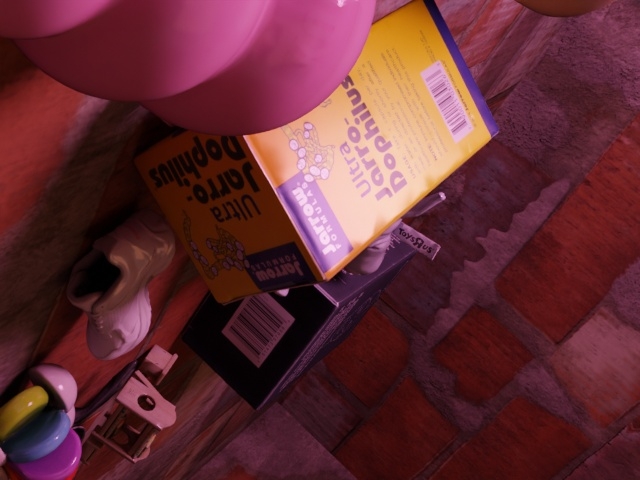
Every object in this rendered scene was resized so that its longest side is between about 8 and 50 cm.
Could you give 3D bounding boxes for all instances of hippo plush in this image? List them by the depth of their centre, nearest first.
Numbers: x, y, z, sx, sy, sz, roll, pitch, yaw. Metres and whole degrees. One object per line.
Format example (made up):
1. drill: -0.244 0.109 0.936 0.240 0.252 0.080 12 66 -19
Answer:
1. hippo plush: 0.000 0.000 1.295 0.236 0.294 0.234 -32 141 -30

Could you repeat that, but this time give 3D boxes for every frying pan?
1. frying pan: -0.425 0.316 1.283 0.326 0.053 0.197 -56 168 26

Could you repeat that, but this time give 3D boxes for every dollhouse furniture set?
1. dollhouse furniture set: -0.316 0.305 1.443 0.182 0.101 0.161 -51 -174 32

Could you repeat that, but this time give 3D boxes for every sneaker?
1. sneaker: -0.262 0.064 0.990 0.115 0.090 0.232 -25 146 -48

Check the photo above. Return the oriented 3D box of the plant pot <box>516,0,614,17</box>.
1. plant pot: 0.230 -0.401 0.867 0.191 0.284 0.284 8 132 -33

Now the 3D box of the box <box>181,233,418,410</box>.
1. box: -0.029 0.098 1.619 0.293 0.212 0.395 -54 167 28

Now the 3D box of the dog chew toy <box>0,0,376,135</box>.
1. dog chew toy: -0.101 -0.171 0.493 0.206 0.206 0.332 -52 161 20

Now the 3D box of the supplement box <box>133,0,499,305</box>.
1. supplement box: 0.008 -0.109 0.940 0.194 0.195 0.356 -17 -163 49

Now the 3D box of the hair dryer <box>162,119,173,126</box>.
1. hair dryer: -0.060 -0.195 0.840 0.293 0.080 0.223 -38 166 -39

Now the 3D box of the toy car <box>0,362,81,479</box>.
1. toy car: -0.372 0.262 1.070 0.159 0.136 0.182 -40 166 -35
